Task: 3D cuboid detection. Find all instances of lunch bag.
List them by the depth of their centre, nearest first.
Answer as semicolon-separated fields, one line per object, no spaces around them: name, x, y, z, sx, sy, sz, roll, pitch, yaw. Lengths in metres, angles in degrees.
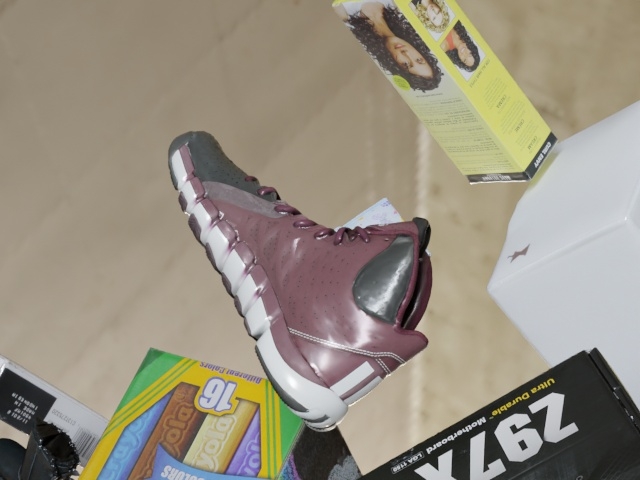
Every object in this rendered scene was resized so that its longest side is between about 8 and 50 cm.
lunch bag;0.044;0.016;1.536;0.083;0.071;0.053;-32;-21;-13

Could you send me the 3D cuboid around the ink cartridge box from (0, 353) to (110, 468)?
ink cartridge box;-0.398;0.129;1.955;0.176;0.371;0.069;39;-99;-44

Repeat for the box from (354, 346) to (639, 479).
box;0.082;0.230;1.045;0.322;0.257;0.079;-30;-59;4

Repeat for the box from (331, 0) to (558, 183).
box;0.114;-0.150;1.604;0.087;0.232;0.058;-2;47;53

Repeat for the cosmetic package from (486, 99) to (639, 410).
cosmetic package;0.371;0.111;1.642;0.161;0.453;0.230;-29;21;36

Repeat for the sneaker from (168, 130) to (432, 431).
sneaker;0.000;0.000;1.395;0.162;0.281;0.106;-32;-25;6

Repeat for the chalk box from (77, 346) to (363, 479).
chalk box;-0.110;0.271;1.512;0.289;0.179;0.180;-61;-31;-27

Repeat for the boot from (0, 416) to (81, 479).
boot;-0.288;0.217;1.771;0.045;0.121;0.099;-16;-38;-38
